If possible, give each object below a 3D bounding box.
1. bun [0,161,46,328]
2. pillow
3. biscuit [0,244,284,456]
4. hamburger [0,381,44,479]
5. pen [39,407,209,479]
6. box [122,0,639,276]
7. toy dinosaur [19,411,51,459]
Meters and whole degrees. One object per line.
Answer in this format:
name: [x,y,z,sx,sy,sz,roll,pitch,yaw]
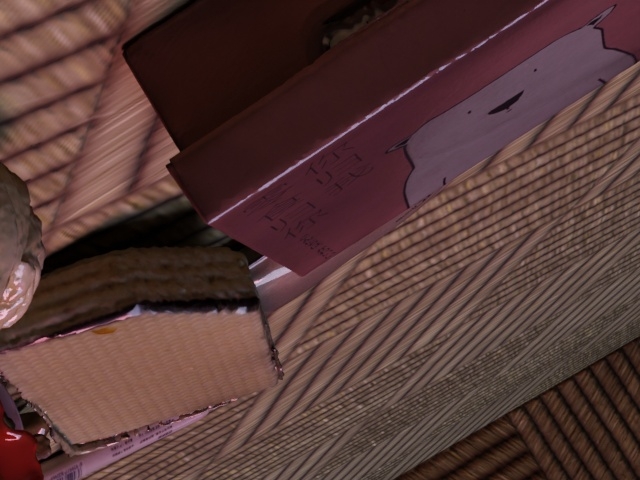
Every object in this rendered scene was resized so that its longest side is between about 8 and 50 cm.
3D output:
bun: [-0.155,0.016,0.753,0.115,0.069,0.115,-46,173,-7]
pillow: [0.000,0.000,1.201,0.232,0.038,0.130,-34,165,11]
biscuit: [-0.105,0.059,1.085,0.150,0.052,0.252,-20,163,-2]
hamburger: [-0.212,0.121,0.893,0.175,0.175,0.137,-32,-178,1]
pen: [-0.154,0.157,1.493,0.218,0.026,0.026,-24,166,-37]
box: [0.035,-0.082,0.848,0.215,0.086,0.215,-33,168,5]
toy dinosaur: [-0.270,0.170,1.148,0.251,0.072,0.200,-39,-178,-17]
